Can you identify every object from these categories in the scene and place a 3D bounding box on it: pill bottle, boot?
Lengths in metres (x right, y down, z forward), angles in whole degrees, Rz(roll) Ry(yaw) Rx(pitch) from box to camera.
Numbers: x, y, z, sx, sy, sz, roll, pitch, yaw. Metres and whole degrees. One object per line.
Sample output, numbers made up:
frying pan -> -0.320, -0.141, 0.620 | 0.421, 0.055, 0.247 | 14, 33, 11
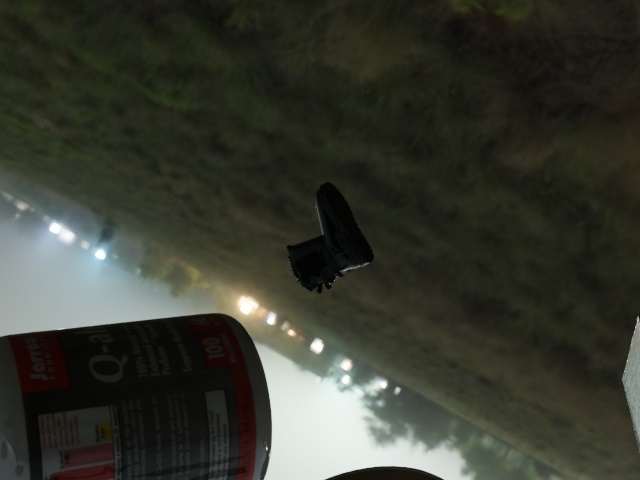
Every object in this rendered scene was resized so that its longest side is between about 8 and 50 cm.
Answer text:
pill bottle -> -0.250, 0.194, 0.980 | 0.363, 0.210, 0.210 | -4, -170, -26
boot -> 0.000, 0.000, 1.177 | 0.121, 0.099, 0.045 | 60, -149, -7

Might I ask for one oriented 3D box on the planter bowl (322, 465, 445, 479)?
planter bowl -> 0.033, 0.226, 0.542 | 0.162, 0.162, 0.109 | 20, 140, 56

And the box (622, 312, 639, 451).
box -> 0.503, 0.211, 1.365 | 0.093, 0.158, 0.156 | -2, 134, 4
